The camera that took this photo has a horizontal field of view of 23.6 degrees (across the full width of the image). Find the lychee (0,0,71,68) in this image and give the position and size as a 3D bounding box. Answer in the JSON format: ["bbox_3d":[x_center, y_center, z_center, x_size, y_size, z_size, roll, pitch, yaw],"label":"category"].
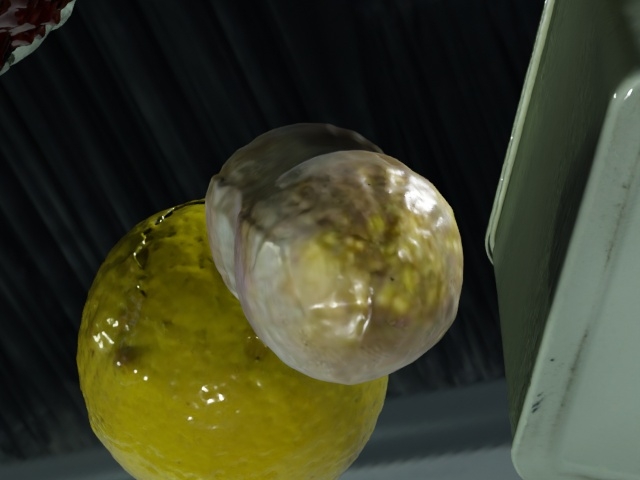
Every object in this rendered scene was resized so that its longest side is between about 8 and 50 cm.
[{"bbox_3d":[-0.205,-0.169,0.656,0.260,0.261,0.261,-16,36,12],"label":"lychee"}]

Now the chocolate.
[{"bbox_3d":[0.000,0.000,0.894,0.134,0.134,0.309,-26,11,-1],"label":"chocolate"}]

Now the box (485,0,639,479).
[{"bbox_3d":[0.237,-0.039,1.122,0.177,0.352,0.344,11,30,0],"label":"box"}]

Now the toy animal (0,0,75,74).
[{"bbox_3d":[-0.275,-0.243,1.437,0.176,0.073,0.217,-39,43,23],"label":"toy animal"}]

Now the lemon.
[{"bbox_3d":[-0.098,0.135,1.688,0.349,0.387,0.350,7,42,-6],"label":"lemon"}]
